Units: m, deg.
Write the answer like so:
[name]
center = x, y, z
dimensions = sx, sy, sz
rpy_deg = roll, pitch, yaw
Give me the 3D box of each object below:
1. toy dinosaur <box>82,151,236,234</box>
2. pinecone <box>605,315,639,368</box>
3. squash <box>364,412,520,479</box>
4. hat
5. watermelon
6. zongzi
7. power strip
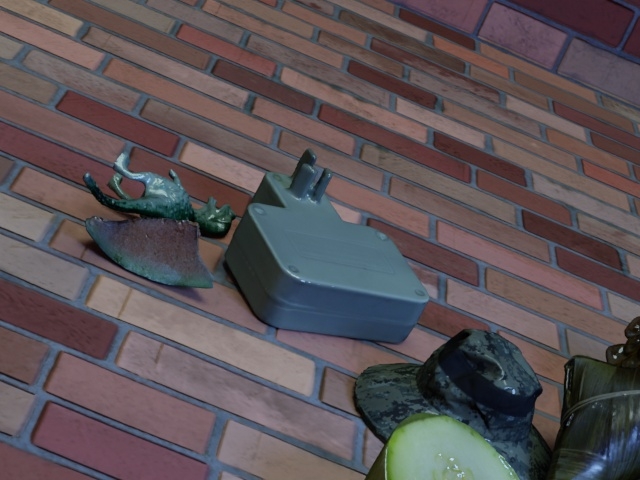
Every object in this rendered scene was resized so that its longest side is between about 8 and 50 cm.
[toy dinosaur]
center = -0.235, -0.063, 1.998
dimensions = 0.129, 0.076, 0.383
rpy_deg = 32, 12, 26
[pinecone]
center = 0.466, 0.205, 2.025
dimensions = 0.201, 0.202, 0.229
rpy_deg = 35, 1, -45
[squash]
center = 0.136, 0.292, 1.599
dimensions = 0.220, 0.133, 0.220
rpy_deg = 25, 26, -13
[hat]
center = 0.185, 0.178, 1.884
dimensions = 0.266, 0.128, 0.265
rpy_deg = 23, 25, -12
[watermelon]
center = -0.206, 0.001, 1.952
dimensions = 0.155, 0.080, 0.101
rpy_deg = 2, 20, -5
[zongzi]
center = 0.382, 0.245, 1.835
dimensions = 0.248, 0.111, 0.241
rpy_deg = 3, 45, 21
[power strip]
center = 0.000, 0.000, 2.070
dimensions = 0.229, 0.141, 0.261
rpy_deg = 11, 30, -32
